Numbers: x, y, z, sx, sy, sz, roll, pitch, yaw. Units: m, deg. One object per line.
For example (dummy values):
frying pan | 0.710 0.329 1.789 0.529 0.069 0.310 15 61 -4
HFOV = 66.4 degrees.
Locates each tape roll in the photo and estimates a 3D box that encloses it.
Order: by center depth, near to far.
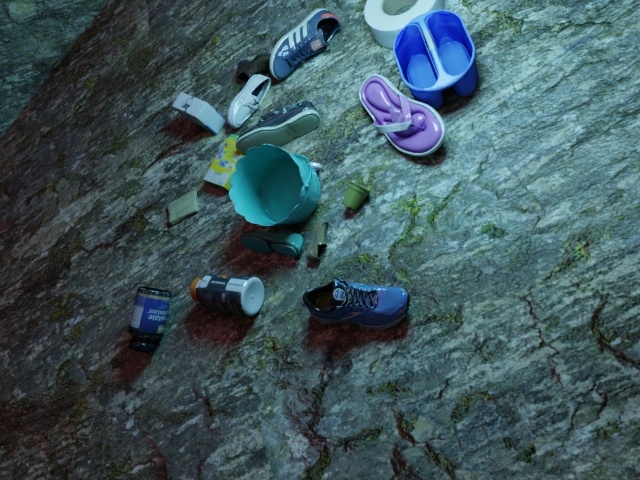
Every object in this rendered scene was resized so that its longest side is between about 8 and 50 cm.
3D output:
tape roll | 0.310 -0.859 1.817 0.285 0.100 0.287 -12 63 23

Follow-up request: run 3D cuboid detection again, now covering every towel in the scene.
towel | -0.558 -0.134 1.980 0.148 0.027 0.110 -25 57 15

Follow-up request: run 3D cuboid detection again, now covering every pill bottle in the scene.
pill bottle | -0.322 0.176 1.648 0.245 0.130 0.131 3 69 29
pill bottle | -0.614 0.282 1.748 0.122 0.122 0.220 8 85 30

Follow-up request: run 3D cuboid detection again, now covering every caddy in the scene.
caddy | 0.378 -0.606 1.616 0.241 0.179 0.342 -21 59 17

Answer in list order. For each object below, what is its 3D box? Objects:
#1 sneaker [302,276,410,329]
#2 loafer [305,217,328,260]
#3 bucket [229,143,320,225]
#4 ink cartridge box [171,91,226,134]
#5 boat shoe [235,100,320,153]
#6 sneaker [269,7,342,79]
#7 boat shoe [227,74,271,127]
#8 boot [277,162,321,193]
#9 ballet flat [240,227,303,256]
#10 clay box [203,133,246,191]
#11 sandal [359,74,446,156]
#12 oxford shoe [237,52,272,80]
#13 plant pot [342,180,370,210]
sneaker | 0.095 0.182 1.417 0.329 0.147 0.130 -7 65 24
loafer | 0.000 0.000 1.610 0.050 0.056 0.148 16 86 32
bucket | -0.144 -0.177 1.642 0.280 0.183 0.282 0 89 24
ink cartridge box | -0.517 -0.542 2.080 0.190 0.139 0.082 27 84 35
boat shoe | -0.170 -0.440 1.859 0.339 0.127 0.113 -23 58 15
sneaker | -0.055 -0.780 1.952 0.350 0.131 0.148 -50 50 -1
boat shoe | -0.289 -0.573 2.002 0.084 0.095 0.258 17 77 37
boot | -0.078 -0.213 1.748 0.189 0.069 0.086 -14 68 31
ballet flat | -0.160 -0.001 1.689 0.247 0.083 0.087 8 47 30
clay box | -0.360 -0.311 1.943 0.127 0.053 0.222 21 77 33
sandal | 0.239 -0.415 1.618 0.416 0.102 0.170 50 121 37
oxford shoe | -0.263 -0.725 2.073 0.227 0.082 0.096 -7 68 38
plant pot | 0.110 -0.144 1.608 0.083 0.083 0.079 31 95 35
